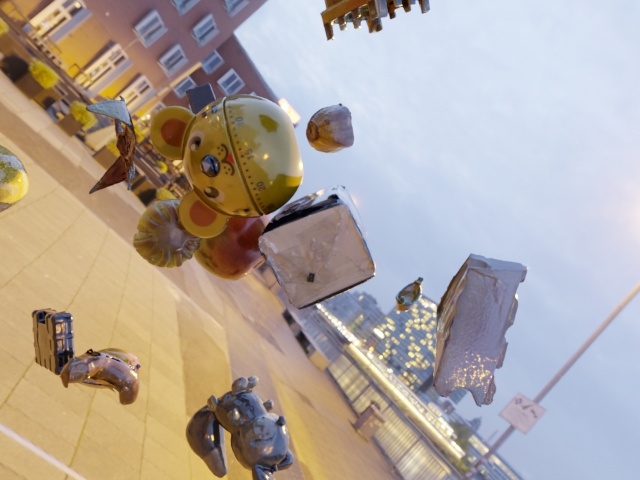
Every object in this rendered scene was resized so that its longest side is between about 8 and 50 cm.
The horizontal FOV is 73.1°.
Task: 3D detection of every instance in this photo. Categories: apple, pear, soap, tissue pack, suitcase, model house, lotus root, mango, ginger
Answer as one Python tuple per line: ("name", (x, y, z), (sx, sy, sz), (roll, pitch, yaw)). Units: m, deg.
("apple", (-0.303, -0.012, 1.547), (0.277, 0.319, 0.319), (56, -8, -7))
("pear", (-0.728, -0.136, 0.928), (0.178, 0.178, 0.178), (45, -6, 6))
("soap", (0.397, 0.208, 1.067), (0.159, 0.257, 0.302), (20, 37, -1))
("tissue pack", (0.000, 0.000, 1.274), (0.416, 0.264, 0.253), (-81, 146, -75))
("suitcase", (-0.920, 0.341, 1.483), (0.286, 0.206, 0.066), (-3, 0, 45))
("model house", (0.109, -0.595, 0.971), (0.224, 0.199, 0.215), (8, -60, 52))
("lotus root", (0.012, -0.445, 1.746), (0.199, 0.180, 0.187), (-7, -80, 48))
("mango", (-0.878, 0.521, 1.749), (0.186, 0.360, 0.143), (57, 31, -34))
("ginger", (-0.698, 0.441, 1.407), (0.309, 0.107, 0.132), (47, 34, -49))

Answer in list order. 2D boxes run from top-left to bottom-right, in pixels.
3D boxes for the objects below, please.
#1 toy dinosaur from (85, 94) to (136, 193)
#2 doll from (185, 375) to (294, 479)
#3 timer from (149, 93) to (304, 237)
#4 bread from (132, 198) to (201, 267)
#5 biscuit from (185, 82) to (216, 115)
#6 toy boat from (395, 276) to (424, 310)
("toy dinosaur", (-0.486, -0.215, 0.995), (0.327, 0.113, 0.206), (10, -70, 59))
("doll", (-0.281, 0.735, 1.601), (0.252, 0.379, 0.382), (-7, 60, -53))
("timer", (-0.249, -0.214, 1.195), (0.376, 0.388, 0.375), (-15, 90, -90))
("bread", (-0.453, -0.018, 1.306), (0.213, 0.213, 0.105), (48, -19, -25))
("biscuit", (-0.425, -0.448, 1.675), (0.073, 0.108, 0.387), (85, -17, -66))
("toy boat", (0.380, 0.231, 1.851), (0.089, 0.230, 0.088), (26, -58, 24))
